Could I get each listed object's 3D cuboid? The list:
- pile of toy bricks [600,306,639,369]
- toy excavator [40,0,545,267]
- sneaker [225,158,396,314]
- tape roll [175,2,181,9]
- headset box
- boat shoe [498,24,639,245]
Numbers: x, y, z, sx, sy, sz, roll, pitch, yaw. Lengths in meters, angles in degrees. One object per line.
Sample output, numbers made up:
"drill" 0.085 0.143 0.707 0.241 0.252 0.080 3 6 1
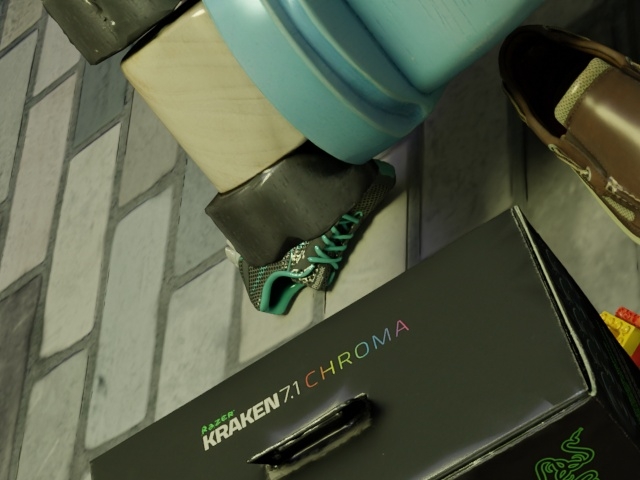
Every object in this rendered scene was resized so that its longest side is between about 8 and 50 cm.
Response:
"pile of toy bricks" 0.097 0.114 1.047 0.212 0.105 0.118 -59 32 -1
"toy excavator" 0.102 -0.233 1.167 0.445 0.222 0.433 -31 13 27
"sneaker" 0.000 0.000 1.338 0.166 0.065 0.076 -38 54 35
"tape roll" 0.009 -0.233 1.495 0.392 0.072 0.392 -34 39 33
"headset box" 0.062 0.152 0.846 0.246 0.283 0.131 -31 38 12
"boat shoe" 0.182 -0.065 1.088 0.095 0.095 0.257 -55 32 6
